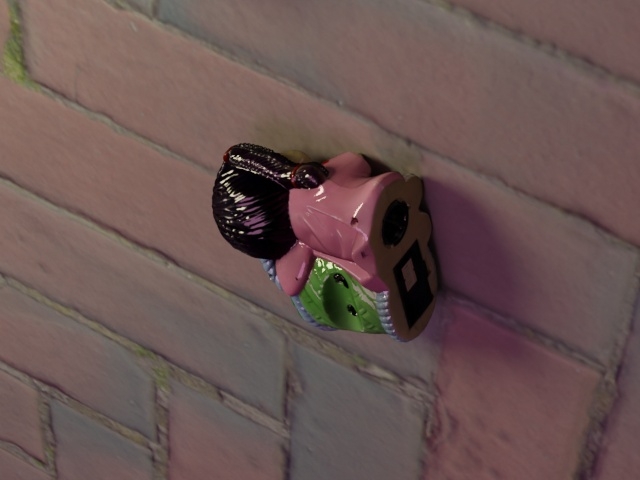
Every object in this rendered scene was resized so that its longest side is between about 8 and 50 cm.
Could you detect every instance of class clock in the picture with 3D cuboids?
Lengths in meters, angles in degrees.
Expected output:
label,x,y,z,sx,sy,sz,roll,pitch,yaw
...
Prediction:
label,x,y,z,sx,sy,sz,roll,pitch,yaw
clock,0.000,0.000,1.655,0.195,0.100,0.194,15,137,31
